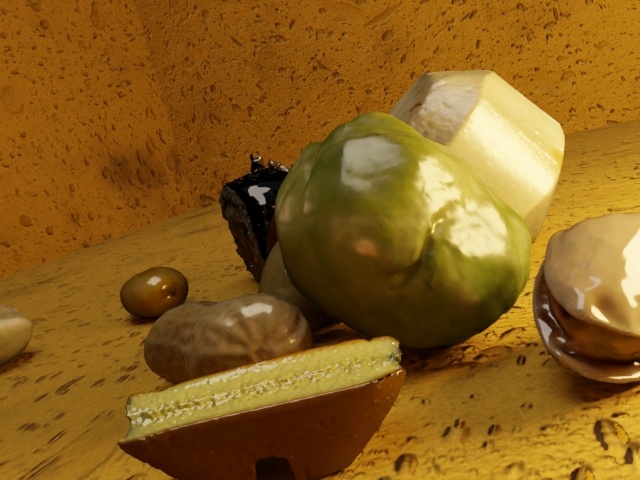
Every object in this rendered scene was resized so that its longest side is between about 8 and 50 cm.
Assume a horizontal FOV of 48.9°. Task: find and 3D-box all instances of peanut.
[{"bbox_3d":[-0.119,0.123,0.814,0.257,0.123,0.124,-9,11,43],"label":"peanut"}]

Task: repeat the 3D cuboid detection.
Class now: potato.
[{"bbox_3d":[-0.012,0.059,0.980,0.157,0.157,0.194,-6,28,44],"label":"potato"}]

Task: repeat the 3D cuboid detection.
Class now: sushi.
[{"bbox_3d":[-0.070,-0.046,1.392,0.219,0.238,0.225,-15,24,-26],"label":"sushi"}]

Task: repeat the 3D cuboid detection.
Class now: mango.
[{"bbox_3d":[-0.323,0.101,1.352,0.130,0.091,0.195,-24,4,-36],"label":"mango"}]

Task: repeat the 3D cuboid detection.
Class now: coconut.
[{"bbox_3d":[0.232,-0.107,1.111,0.323,0.322,0.323,-14,9,2],"label":"coconut"}]

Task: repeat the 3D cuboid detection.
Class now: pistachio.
[{"bbox_3d":[0.269,0.046,0.644,0.152,0.126,0.223,33,35,26],"label":"pistachio"}]

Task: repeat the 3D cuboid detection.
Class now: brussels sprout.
[{"bbox_3d":[0.085,-0.018,0.813,0.274,0.242,0.316,8,32,-19],"label":"brussels sprout"}]

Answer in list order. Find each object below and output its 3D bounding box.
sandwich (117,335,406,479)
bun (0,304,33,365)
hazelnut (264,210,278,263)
[{"bbox_3d":[-0.039,0.156,0.595,0.245,0.088,0.090,-12,18,-5],"label":"sandwich"},{"bbox_3d":[-0.635,0.183,1.244,0.237,0.116,0.210,0,8,-20],"label":"bun"},{"bbox_3d":[-0.007,-0.002,1.159,0.201,0.170,0.160,-48,18,48],"label":"hazelnut"}]
